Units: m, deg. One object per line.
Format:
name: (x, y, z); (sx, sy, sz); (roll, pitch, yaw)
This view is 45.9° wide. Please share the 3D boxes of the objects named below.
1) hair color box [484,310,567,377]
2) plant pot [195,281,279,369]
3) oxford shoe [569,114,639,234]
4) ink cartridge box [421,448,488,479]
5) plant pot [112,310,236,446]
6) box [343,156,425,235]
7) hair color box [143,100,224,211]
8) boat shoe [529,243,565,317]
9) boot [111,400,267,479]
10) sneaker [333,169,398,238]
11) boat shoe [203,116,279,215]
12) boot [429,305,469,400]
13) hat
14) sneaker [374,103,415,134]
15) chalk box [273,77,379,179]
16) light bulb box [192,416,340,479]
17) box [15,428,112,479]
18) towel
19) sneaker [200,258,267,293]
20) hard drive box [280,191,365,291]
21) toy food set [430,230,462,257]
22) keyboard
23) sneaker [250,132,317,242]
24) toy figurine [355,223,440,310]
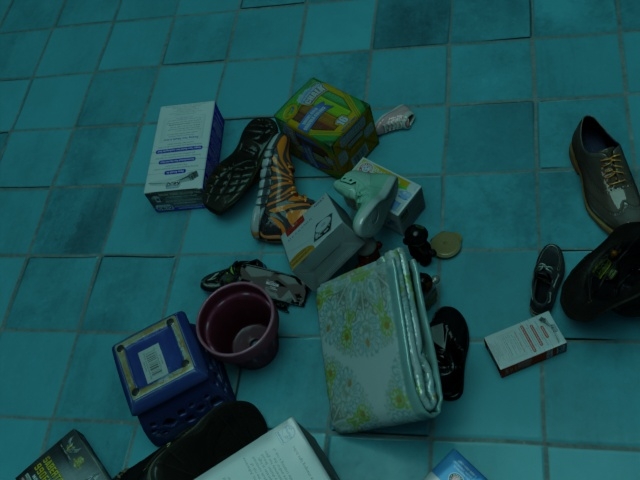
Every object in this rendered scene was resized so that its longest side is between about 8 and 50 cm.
hair color box: (0.482, 0.244, 1.781); (0.167, 0.053, 0.093); (-23, 55, 2)
plant pot: (-0.188, 0.232, 1.893); (0.201, 0.180, 0.201); (-7, 57, 11)
oxford shoe: (0.726, -0.159, 1.919); (0.129, 0.133, 0.364); (-19, 56, 3)
ink cartridge box: (0.254, 0.627, 1.557); (0.307, 0.129, 0.223); (-42, 58, -12)
plant pot: (-0.370, 0.329, 1.863); (0.235, 0.212, 0.236); (-27, 55, -3)
box: (0.169, -0.122, 2.064); (0.203, 0.103, 0.114); (30, 70, 29)
hair color box: (-0.410, -0.259, 2.305); (0.185, 0.110, 0.339); (-4, 56, 11)
boat shoe: (0.556, 0.089, 1.851); (0.075, 0.065, 0.206); (10, 62, 21)
boot: (-0.317, 0.516, 1.743); (0.284, 0.377, 0.138); (-36, 85, 32)
sneaker: (0.091, -0.094, 1.916); (0.151, 0.094, 0.256); (11, 36, 18)
boat shoe: (-0.216, -0.205, 2.214); (0.122, 0.120, 0.324); (29, 75, 21)
boot: (0.292, 0.227, 1.750); (0.094, 0.207, 0.247); (-2, 58, 13)
hat: (0.709, 0.099, 1.728); (0.134, 0.331, 0.331); (42, 72, -8)
sneaker: (0.220, -0.345, 2.221); (0.134, 0.051, 0.070); (-37, 51, -14)
chalk box: (-0.003, -0.335, 2.199); (0.288, 0.179, 0.180); (31, 70, 29)
light bulb box: (-0.128, 0.570, 1.543); (0.361, 0.358, 0.225); (-32, 68, -5)
box: (-0.612, 0.607, 1.848); (0.183, 0.056, 0.231); (-40, 58, -11)
towel: (0.122, 0.234, 1.721); (0.090, 0.320, 0.375); (4, 70, -34)
sneaker: (-0.241, 0.089, 2.058); (0.188, 0.078, 0.067); (-17, 56, 5)
hard drive box: (0.000, 0.000, 1.952); (0.181, 0.089, 0.232); (-44, 22, 8)
toy food set: (0.328, 0.011, 1.988); (0.082, 0.020, 0.083); (3, 60, 17)
keyboard: (-0.130, 0.130, 2.012); (0.191, 0.038, 0.100); (15, 83, 4)
sneaker: (-0.078, -0.143, 2.136); (0.180, 0.124, 0.321); (7, 79, 12)
toy figurine: (0.191, 0.078, 1.906); (0.212, 0.148, 0.210); (-8, 57, 10)
